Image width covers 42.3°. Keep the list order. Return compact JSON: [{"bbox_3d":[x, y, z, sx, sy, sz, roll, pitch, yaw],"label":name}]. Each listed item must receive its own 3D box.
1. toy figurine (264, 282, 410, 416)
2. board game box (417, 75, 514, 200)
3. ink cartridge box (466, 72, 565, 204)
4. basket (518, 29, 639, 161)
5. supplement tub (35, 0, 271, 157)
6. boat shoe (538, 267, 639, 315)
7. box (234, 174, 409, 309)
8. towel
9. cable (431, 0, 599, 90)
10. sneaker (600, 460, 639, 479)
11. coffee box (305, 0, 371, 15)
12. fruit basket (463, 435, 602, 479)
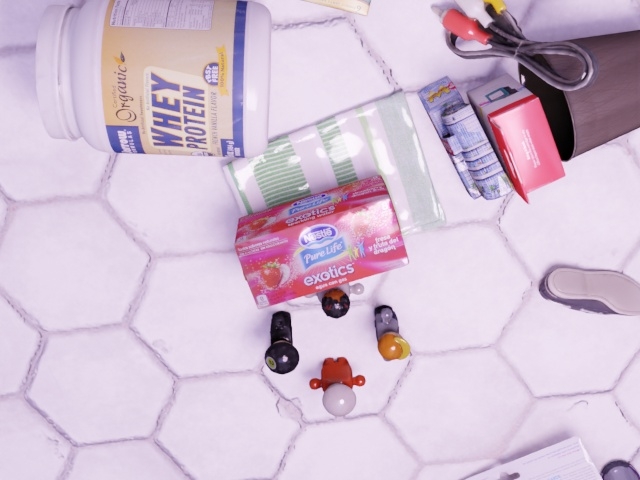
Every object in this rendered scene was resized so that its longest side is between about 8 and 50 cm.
[{"bbox_3d":[0.026,0.173,1.436,0.213,0.148,0.209,42,105,-17],"label":"toy figurine"},{"bbox_3d":[0.223,-0.161,1.306,0.060,0.194,0.194,-28,97,8],"label":"board game box"},{"bbox_3d":[0.300,-0.159,1.263,0.078,0.231,0.134,-24,112,8],"label":"ink cartridge box"},{"bbox_3d":[0.451,-0.240,1.275,0.226,0.204,0.154,-15,148,-4],"label":"basket"},{"bbox_3d":[-0.232,-0.238,1.211,0.316,0.228,0.228,2,113,-3],"label":"supplement tub"},{"bbox_3d":[0.489,0.096,1.483,0.206,0.075,0.065,12,155,-13],"label":"boat shoe"},{"bbox_3d":[0.000,0.000,1.334,0.256,0.128,0.123,-17,111,4],"label":"box"},{"bbox_3d":[0.025,-0.079,1.392,0.324,0.038,0.248,-19,111,6],"label":"towel"},{"bbox_3d":[0.270,-0.293,1.217,0.072,0.287,0.139,1,132,-44],"label":"cable"},{"bbox_3d":[0.620,0.543,1.641,0.083,0.098,0.224,-20,112,6],"label":"sneaker"},{"bbox_3d":[0.041,-0.439,1.239,0.113,0.040,0.184,13,111,-8],"label":"coffee box"},{"bbox_3d":[0.436,0.586,1.590,0.327,0.165,0.353,-31,78,25],"label":"fruit basket"}]
